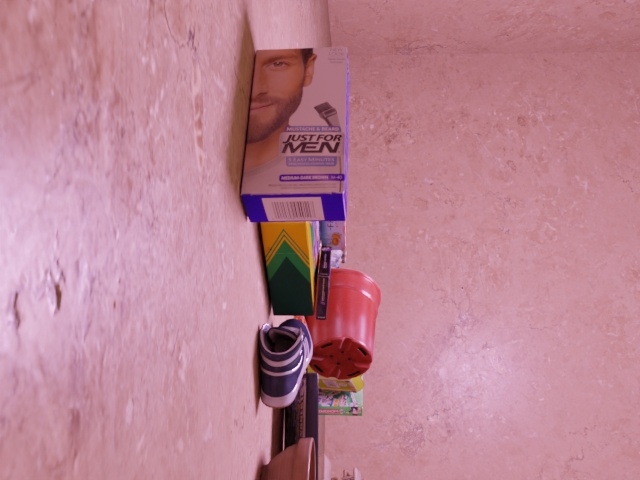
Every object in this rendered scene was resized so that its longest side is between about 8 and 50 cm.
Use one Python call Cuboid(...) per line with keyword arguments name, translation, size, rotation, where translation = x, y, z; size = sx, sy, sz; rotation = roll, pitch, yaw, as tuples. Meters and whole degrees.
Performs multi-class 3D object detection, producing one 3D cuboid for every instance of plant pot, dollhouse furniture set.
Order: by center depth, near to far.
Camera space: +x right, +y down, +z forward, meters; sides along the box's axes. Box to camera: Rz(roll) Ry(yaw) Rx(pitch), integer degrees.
Cuboid(name="plant pot", translation=(-0.070, 0.542, 1.433), size=(0.237, 0.109, 0.238), rotation=(1, 90, -87))
Cuboid(name="plant pot", translation=(0.062, 0.276, 2.125), size=(0.265, 0.272, 0.272), rotation=(-88, 176, -48))
Cuboid(name="dollhouse furniture set", translation=(0.027, 0.860, 2.254), size=(0.242, 0.212, 0.161), rotation=(56, 22, -32))
Cuboid(name="plant pot", translation=(0.054, 0.414, 2.386), size=(0.228, 0.227, 0.207), rotation=(66, 29, -60))

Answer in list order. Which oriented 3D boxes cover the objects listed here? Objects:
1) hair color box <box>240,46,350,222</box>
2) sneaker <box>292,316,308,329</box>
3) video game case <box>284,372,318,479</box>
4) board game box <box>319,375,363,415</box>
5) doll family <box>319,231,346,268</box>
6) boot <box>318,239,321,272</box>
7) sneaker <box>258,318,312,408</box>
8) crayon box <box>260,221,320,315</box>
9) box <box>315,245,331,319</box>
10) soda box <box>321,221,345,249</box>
Cuboid(name="hair color box", translation=(-0.040, -0.205, 1.270), size=(0.110, 0.185, 0.339), rotation=(81, 10, -60))
Cuboid(name="sneaker", translation=(-0.072, 0.296, 1.882), size=(0.067, 0.064, 0.175), rotation=(-171, -94, -74))
Cuboid(name="video game case", translation=(-0.052, 0.483, 1.700), size=(0.248, 0.035, 0.275), rotation=(134, -42, -69))
Cuboid(name="board game box", translation=(0.055, 0.531, 2.525), size=(0.317, 0.213, 0.046), rotation=(-82, 171, -62))
Cuboid(name="doll family", translation=(0.000, 0.000, 2.151), size=(0.118, 0.163, 0.263), rotation=(-152, -118, -66))
Cuboid(name="boot", translation=(-0.013, -0.005, 2.461), size=(0.179, 0.085, 0.237), rotation=(88, 10, -60))
Cuboid(name="sneaker", translation=(-0.072, 0.215, 1.462), size=(0.282, 0.099, 0.153), rotation=(-76, 168, -62))
Cuboid(name="crayon box", translation=(-0.061, -0.063, 1.559), size=(0.313, 0.106, 0.363), rotation=(86, 6, -46))
Cuboid(name="box", translation=(0.008, 0.099, 1.590), size=(0.162, 0.029, 0.116), rotation=(-80, 174, -65))
Cuboid(name="soda box", translation=(0.032, -0.069, 1.681), size=(0.058, 0.062, 0.183), rotation=(-64, 153, -86))
